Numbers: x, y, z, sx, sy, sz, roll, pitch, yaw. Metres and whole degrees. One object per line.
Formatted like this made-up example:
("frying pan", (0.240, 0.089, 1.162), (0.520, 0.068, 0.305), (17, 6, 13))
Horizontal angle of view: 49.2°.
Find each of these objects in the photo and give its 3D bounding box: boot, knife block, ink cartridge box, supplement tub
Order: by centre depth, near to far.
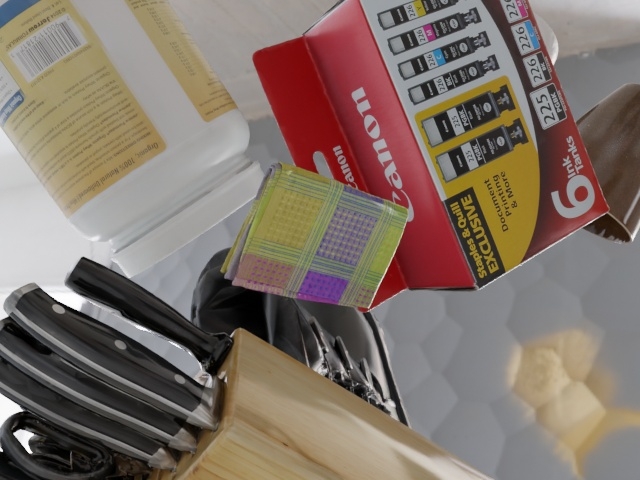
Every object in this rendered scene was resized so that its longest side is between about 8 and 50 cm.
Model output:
("knife block", (-0.026, 0.107, 0.358), (0.276, 0.088, 0.242), (-8, 116, 2))
("supplement tub", (-0.140, -0.089, 0.488), (0.199, 0.144, 0.144), (57, 147, -9))
("ink cartridge box", (0.117, -0.111, 0.732), (0.272, 0.309, 0.130), (-27, -173, -25))
("boot", (-0.032, 0.122, 0.852), (0.146, 0.367, 0.445), (-35, 149, 8))

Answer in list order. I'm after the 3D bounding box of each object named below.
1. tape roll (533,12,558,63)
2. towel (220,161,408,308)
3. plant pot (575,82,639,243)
("tape roll", (0.384, -0.385, 1.564), (0.246, 0.169, 0.246), (24, 159, 10))
("towel", (0.000, 0.000, 0.327), (0.083, 0.060, 0.009), (15, -165, -33))
("plant pot", (0.506, -0.147, 1.213), (0.215, 0.230, 0.215), (35, -179, 0))
